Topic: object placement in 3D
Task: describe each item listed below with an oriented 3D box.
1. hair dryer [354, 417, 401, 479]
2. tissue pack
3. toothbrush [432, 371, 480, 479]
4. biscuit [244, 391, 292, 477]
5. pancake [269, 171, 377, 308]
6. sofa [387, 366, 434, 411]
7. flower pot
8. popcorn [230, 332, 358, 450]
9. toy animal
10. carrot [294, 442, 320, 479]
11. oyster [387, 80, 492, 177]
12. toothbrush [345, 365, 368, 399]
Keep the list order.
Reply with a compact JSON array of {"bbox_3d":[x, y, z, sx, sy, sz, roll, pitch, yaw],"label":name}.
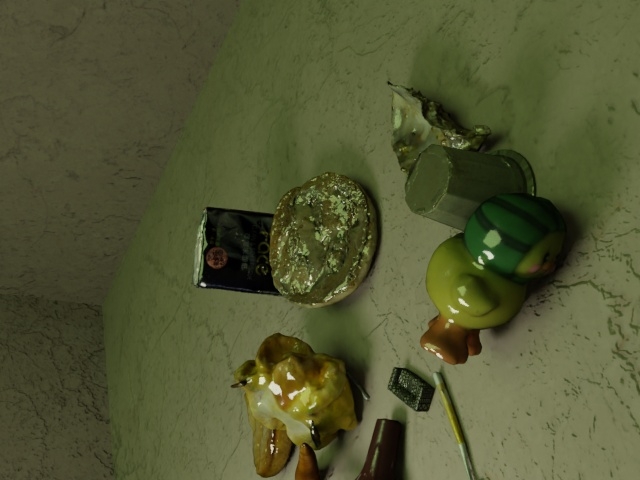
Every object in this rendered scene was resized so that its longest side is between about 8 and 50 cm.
[{"bbox_3d":[0.023,0.557,1.619,0.340,0.123,0.313,0,70,27],"label":"hair dryer"},{"bbox_3d":[-0.198,0.035,2.054,0.123,0.332,0.245,175,102,-68],"label":"tissue pack"},{"bbox_3d":[0.283,0.396,1.438,0.024,0.021,0.288,-41,46,31],"label":"toothbrush"},{"bbox_3d":[-0.143,0.536,2.033,0.213,0.091,0.274,-47,41,46],"label":"biscuit"},{"bbox_3d":[0.001,0.001,1.904,0.387,0.082,0.387,-13,68,34],"label":"pancake"},{"bbox_3d":[0.202,0.333,1.575,0.118,0.039,0.060,29,105,58],"label":"sofa"},{"bbox_3d":[0.288,-0.108,1.425,0.212,0.202,0.212,-35,48,51],"label":"flower pot"},{"bbox_3d":[-0.044,0.375,1.785,0.316,0.281,0.297,53,132,1],"label":"popcorn"},{"bbox_3d":[0.307,0.053,1.311,0.191,0.216,0.338,41,111,27],"label":"toy animal"},{"bbox_3d":[-0.034,0.564,1.753,0.336,0.069,0.069,90,168,-52],"label":"carrot"},{"bbox_3d":[0.254,-0.236,1.640,0.396,0.111,0.204,-130,40,-52],"label":"oyster"},{"bbox_3d":[0.091,0.363,1.779,0.131,0.011,0.013,-132,38,-53],"label":"toothbrush"}]
